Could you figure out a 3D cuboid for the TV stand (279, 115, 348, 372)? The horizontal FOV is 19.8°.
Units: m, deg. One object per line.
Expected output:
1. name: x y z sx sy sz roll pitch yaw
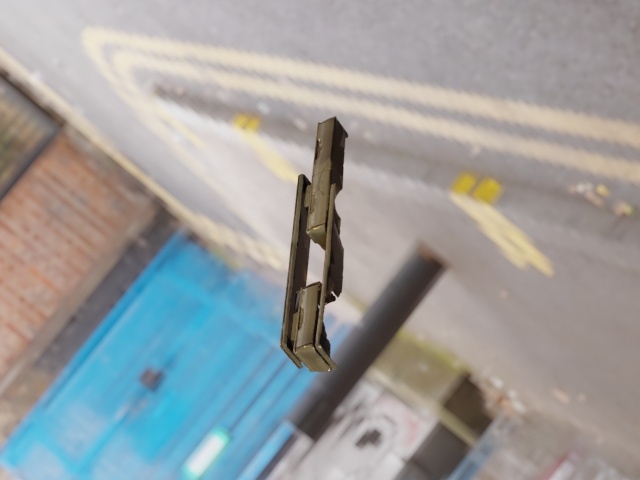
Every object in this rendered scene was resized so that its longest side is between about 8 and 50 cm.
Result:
1. TV stand: 0.000 0.000 1.544 0.042 0.249 0.036 -15 138 25
